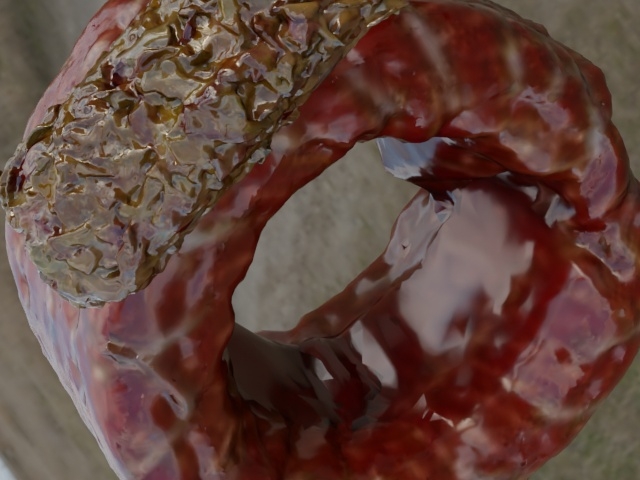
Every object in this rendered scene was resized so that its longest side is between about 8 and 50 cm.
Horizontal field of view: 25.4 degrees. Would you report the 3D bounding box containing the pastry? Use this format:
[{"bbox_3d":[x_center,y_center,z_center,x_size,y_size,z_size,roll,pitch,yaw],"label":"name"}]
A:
[{"bbox_3d":[-0.041,-0.051,0.450,0.063,0.169,0.087,38,-169,-24],"label":"pastry"}]

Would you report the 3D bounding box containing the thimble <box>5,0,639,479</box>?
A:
[{"bbox_3d":[0.000,0.000,0.829,0.230,0.350,0.350,37,159,57],"label":"thimble"}]
